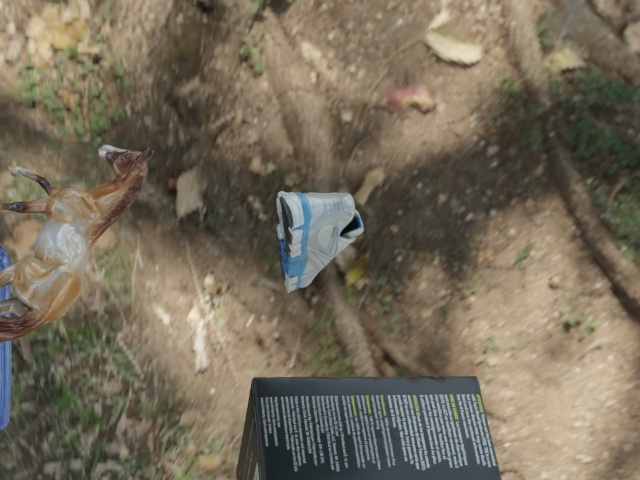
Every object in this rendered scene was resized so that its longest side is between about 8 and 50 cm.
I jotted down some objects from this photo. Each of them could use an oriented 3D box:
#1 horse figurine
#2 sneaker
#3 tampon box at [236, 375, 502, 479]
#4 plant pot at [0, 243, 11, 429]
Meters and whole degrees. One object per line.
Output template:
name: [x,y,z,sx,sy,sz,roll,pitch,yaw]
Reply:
horse figurine: [-0.291,0.009,1.392,0.174,0.066,0.263,11,60,18]
sneaker: [0.000,0.000,1.318,0.083,0.190,0.071,-11,76,-8]
tampon box: [0.029,0.168,0.933,0.161,0.120,0.101,1,46,-9]
plant pot: [-0.487,0.084,1.508,0.236,0.212,0.236,-7,117,-28]
